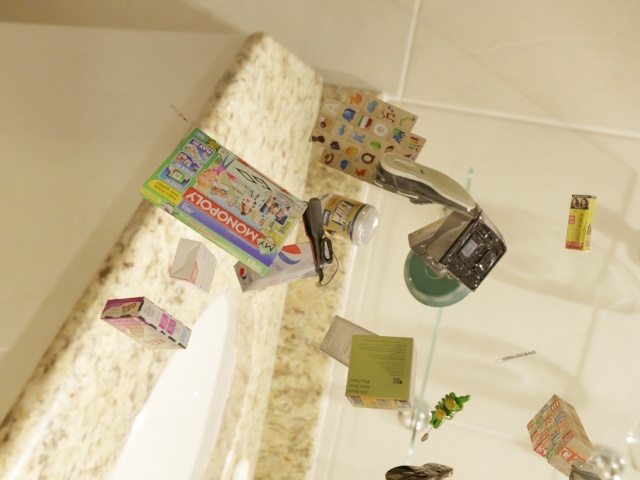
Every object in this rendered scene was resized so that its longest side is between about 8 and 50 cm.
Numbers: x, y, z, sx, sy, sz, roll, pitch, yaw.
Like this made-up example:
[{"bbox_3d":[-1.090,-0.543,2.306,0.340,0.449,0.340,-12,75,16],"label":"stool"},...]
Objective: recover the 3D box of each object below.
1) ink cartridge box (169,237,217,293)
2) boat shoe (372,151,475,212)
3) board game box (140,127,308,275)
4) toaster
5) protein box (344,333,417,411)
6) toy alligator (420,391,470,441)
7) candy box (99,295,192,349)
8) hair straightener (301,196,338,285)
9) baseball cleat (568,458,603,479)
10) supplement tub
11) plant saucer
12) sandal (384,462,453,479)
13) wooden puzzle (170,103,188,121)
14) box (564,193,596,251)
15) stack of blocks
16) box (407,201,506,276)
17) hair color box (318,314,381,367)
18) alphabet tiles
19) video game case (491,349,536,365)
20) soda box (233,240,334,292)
[{"bbox_3d":[-0.357,0.078,1.569,0.198,0.067,0.115,78,24,-72],"label":"ink cartridge box"},{"bbox_3d":[0.227,-0.114,1.211,0.084,0.233,0.079,-74,-172,-50],"label":"boat shoe"},{"bbox_3d":[-0.207,-0.091,1.238,0.046,0.317,0.213,-47,-169,51],"label":"board game box"},{"bbox_3d":[0.399,0.021,1.500,0.185,0.168,0.110,-52,-150,2],"label":"toaster"},{"bbox_3d":[0.198,0.423,1.756,0.136,0.200,0.201,65,30,-55],"label":"protein box"},{"bbox_3d":[0.323,0.464,1.483,0.056,0.051,0.189,24,113,-46],"label":"toy alligator"},{"bbox_3d":[-0.534,0.261,1.699,0.233,0.159,0.071,50,42,-45],"label":"candy box"},{"bbox_3d":[0.000,0.000,1.397,0.047,0.089,0.230,2,76,-41],"label":"hair straightener"},{"bbox_3d":[0.738,0.678,1.457,0.109,0.206,0.072,-49,174,-39],"label":"baseball cleat"},{"bbox_3d":[0.077,-0.074,1.841,0.144,0.200,0.144,-40,140,-44],"label":"supplement tub"},{"bbox_3d":[0.466,0.105,2.166,0.044,0.318,0.317,30,70,-53],"label":"plant saucer"},{"bbox_3d":[0.257,0.612,1.406,0.219,0.090,0.060,11,84,-41],"label":"sandal"},{"bbox_3d":[-0.400,-0.361,1.552,0.006,0.083,0.049,-44,128,2],"label":"wooden puzzle"},{"bbox_3d":[1.081,-0.074,2.290,0.058,0.087,0.232,2,96,-38],"label":"box"},{"bbox_3d":[0.833,0.691,1.930,0.171,0.087,0.297,-56,177,16],"label":"stack of blocks"},{"bbox_3d":[0.407,0.003,1.650,0.183,0.231,0.056,41,35,-34],"label":"box"},{"bbox_3d":[0.158,0.478,2.467,0.374,0.114,0.185,14,-105,61],"label":"hair color box"},{"bbox_3d":[0.145,-0.319,1.752,0.011,0.343,0.285,-71,-175,-51],"label":"alphabet tiles"},{"bbox_3d":[0.809,0.494,2.310,0.157,0.143,0.019,91,-13,-71],"label":"video game case"},{"bbox_3d":[-0.106,0.072,1.635,0.098,0.286,0.091,-42,-115,49],"label":"soda box"}]
